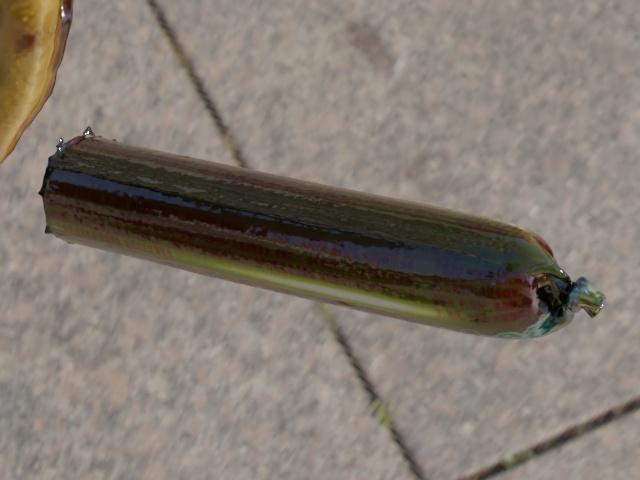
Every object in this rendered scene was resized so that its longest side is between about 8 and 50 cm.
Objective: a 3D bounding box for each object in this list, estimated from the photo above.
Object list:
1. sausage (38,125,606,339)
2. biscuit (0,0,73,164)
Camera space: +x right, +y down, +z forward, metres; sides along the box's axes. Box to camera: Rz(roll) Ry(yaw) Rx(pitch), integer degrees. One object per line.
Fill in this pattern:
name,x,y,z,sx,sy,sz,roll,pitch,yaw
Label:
sausage,0.000,0.000,1.101,0.371,0.082,0.082,13,50,30
biscuit,-0.236,-0.088,1.005,0.154,0.299,0.045,44,42,-4
